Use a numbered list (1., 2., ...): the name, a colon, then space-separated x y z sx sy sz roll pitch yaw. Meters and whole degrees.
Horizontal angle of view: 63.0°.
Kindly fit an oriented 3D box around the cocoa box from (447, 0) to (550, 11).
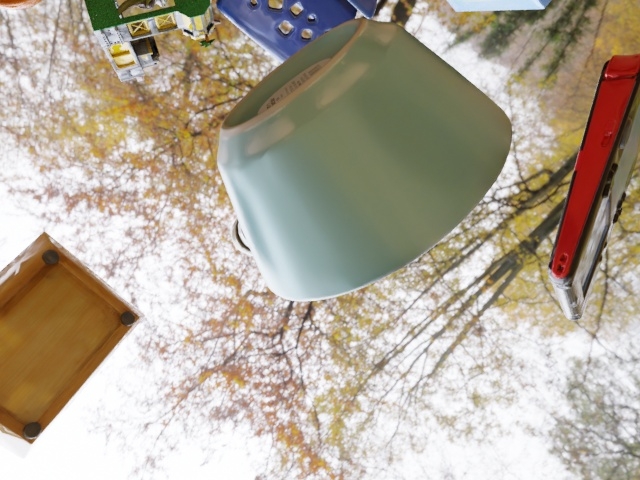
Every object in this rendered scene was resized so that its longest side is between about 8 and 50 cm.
1. cocoa box: 0.374 -0.645 1.088 0.231 0.228 0.347 36 -172 -27

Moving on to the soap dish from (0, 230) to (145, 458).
1. soap dish: -0.451 0.160 0.830 0.229 0.118 0.291 47 -122 -20

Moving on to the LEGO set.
1. LEGO set: -0.332 -0.463 0.990 0.254 0.192 0.331 -27 -99 -10

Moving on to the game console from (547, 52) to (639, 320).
1. game console: 0.439 -0.059 0.815 0.060 0.342 0.386 13 171 31

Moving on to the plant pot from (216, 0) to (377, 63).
1. plant pot: -0.022 -0.482 0.971 0.236 0.212 0.236 34 -135 -28

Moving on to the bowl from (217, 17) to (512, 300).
1. bowl: 0.016 -0.107 0.543 0.163 0.311 0.312 51 -148 -25

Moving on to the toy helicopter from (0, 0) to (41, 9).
1. toy helicopter: -0.292 -0.376 0.392 0.355 0.235 0.140 52 -178 -22

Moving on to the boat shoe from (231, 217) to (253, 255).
1. boat shoe: 0.000 0.000 0.935 0.302 0.103 0.113 7 -107 -27
